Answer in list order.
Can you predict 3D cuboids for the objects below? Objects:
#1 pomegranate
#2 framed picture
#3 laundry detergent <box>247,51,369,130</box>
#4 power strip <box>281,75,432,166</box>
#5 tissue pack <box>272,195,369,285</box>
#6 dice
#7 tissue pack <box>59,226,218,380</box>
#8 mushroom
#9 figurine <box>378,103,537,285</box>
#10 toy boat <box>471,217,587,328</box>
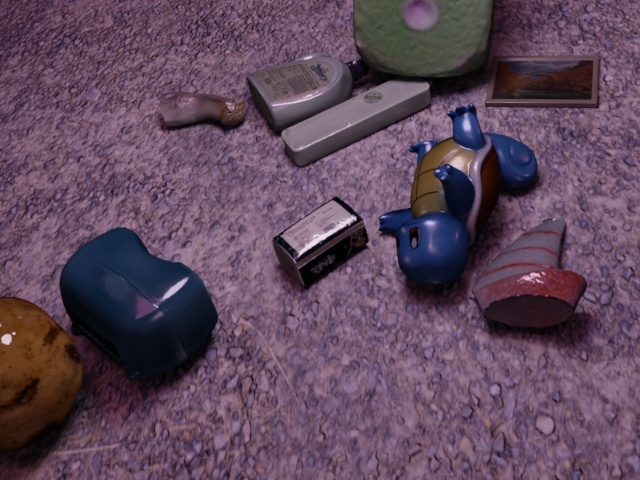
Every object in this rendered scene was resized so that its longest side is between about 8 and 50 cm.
[{"bbox_3d":[-0.565,0.234,1.422,0.281,0.281,0.281,-7,47,8],"label":"pomegranate"},{"bbox_3d":[0.522,-0.375,1.880,0.250,0.016,0.184,5,50,17],"label":"framed picture"},{"bbox_3d":[-0.021,-0.388,1.963,0.281,0.105,0.215,-26,46,-9],"label":"laundry detergent"},{"bbox_3d":[0.096,-0.291,1.875,0.385,0.062,0.091,-26,47,-10],"label":"power strip"},{"bbox_3d":[-0.001,0.000,1.613,0.170,0.090,0.103,-32,49,-18],"label":"tissue pack"},{"bbox_3d":[0.255,-0.585,1.896,0.322,0.318,0.330,5,34,9],"label":"dice"},{"bbox_3d":[-0.356,0.121,1.513,0.287,0.198,0.206,29,58,31],"label":"tissue pack"},{"bbox_3d":[-0.290,-0.327,1.993,0.223,0.081,0.092,5,31,15],"label":"mushroom"},{"bbox_3d":[0.254,-0.106,1.583,0.416,0.243,0.298,-47,11,-30],"label":"figurine"},{"bbox_3d":[0.393,0.043,1.493,0.206,0.096,0.282,-7,36,27],"label":"toy boat"}]
